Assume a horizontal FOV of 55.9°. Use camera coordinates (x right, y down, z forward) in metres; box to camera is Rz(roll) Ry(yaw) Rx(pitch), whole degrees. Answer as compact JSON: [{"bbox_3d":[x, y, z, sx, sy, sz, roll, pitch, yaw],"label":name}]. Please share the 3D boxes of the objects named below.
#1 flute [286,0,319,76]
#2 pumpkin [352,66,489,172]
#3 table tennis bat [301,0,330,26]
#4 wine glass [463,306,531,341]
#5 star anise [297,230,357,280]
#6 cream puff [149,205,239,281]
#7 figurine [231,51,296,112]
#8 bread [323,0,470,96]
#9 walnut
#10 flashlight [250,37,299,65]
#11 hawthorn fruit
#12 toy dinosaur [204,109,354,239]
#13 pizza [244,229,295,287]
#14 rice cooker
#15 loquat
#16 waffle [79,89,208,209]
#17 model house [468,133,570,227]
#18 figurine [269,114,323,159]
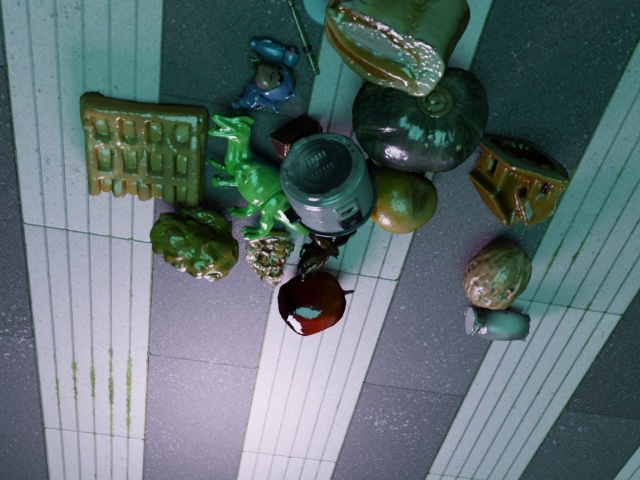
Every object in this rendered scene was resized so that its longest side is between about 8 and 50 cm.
[{"bbox_3d":[-0.049,-0.526,1.529,0.027,0.027,0.232,-16,123,11],"label":"flute"},{"bbox_3d":[0.245,-0.315,1.519,0.328,0.291,0.257,19,160,3],"label":"pumpkin"},{"bbox_3d":[0.015,-0.632,1.452,0.149,0.038,0.237,-13,128,10],"label":"table tennis bat"},{"bbox_3d":[0.595,0.282,2.030,0.205,0.111,0.111,8,124,-4],"label":"wine glass"},{"bbox_3d":[0.000,0.000,1.772,0.103,0.272,0.271,39,125,21],"label":"star anise"},{"bbox_3d":[-0.353,-0.010,1.762,0.282,0.282,0.185,27,103,-17],"label":"cream puff"},{"bbox_3d":[-0.157,-0.404,1.565,0.178,0.114,0.144,-21,133,24],"label":"figurine"},{"bbox_3d":[0.178,-0.512,1.389,0.301,0.341,0.210,28,150,-6],"label":"bread"},{"bbox_3d":[0.546,0.109,1.868,0.198,0.198,0.244,20,126,-13],"label":"walnut"},{"bbox_3d":[-0.117,-0.484,1.545,0.129,0.051,0.051,15,123,-6],"label":"flashlight"},{"bbox_3d":[-0.015,0.190,1.918,0.250,0.215,0.215,-22,123,-1],"label":"hawthorn fruit"},{"bbox_3d":[-0.095,-0.177,1.737,0.501,0.143,0.374,4,124,-20],"label":"toy dinosaur"},{"bbox_3d":[-0.170,0.060,1.907,0.147,0.069,0.226,13,123,-11],"label":"pizza"},{"bbox_3d":[0.024,-0.143,1.598,0.281,0.241,0.227,-34,152,-4],"label":"rice cooker"},{"bbox_3d":[0.230,-0.119,1.706,0.213,0.213,0.213,0,124,0],"label":"loquat"},{"bbox_3d":[-0.494,-0.249,1.690,0.349,0.077,0.304,6,123,-4],"label":"waffle"},{"bbox_3d":[0.537,-0.142,1.683,0.174,0.268,0.239,-5,128,-21],"label":"model house"},{"bbox_3d":[-0.052,-0.273,1.641,0.154,0.082,0.098,-35,133,-26],"label":"figurine"}]
